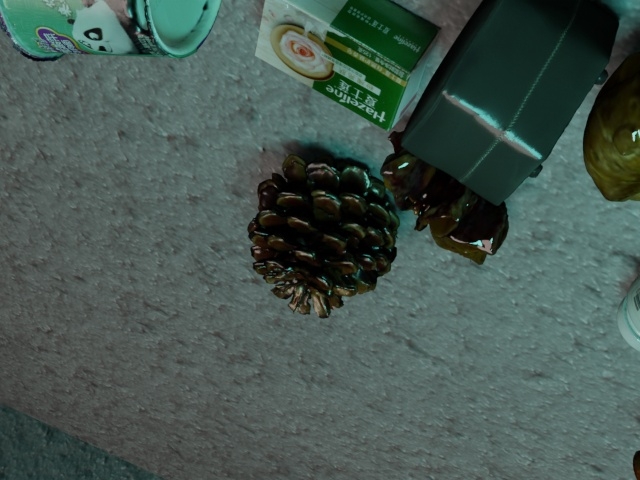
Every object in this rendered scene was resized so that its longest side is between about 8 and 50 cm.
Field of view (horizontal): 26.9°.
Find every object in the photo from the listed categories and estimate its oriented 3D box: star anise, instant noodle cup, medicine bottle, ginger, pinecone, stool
[{"bbox_3d":[0.155,-0.064,1.674,0.190,0.126,0.220,32,-179,2],"label":"star anise"},{"bbox_3d":[-0.234,-0.319,1.560,0.190,0.251,0.251,12,147,21],"label":"instant noodle cup"},{"bbox_3d":[0.430,0.064,1.595,0.103,0.103,0.187,31,152,4],"label":"medicine bottle"},{"bbox_3d":[0.370,-0.122,1.279,0.165,0.172,0.321,0,-179,-24],"label":"ginger"},{"bbox_3d":[0.000,0.000,1.845,0.221,0.221,0.221,26,152,15],"label":"pinecone"},{"bbox_3d":[0.195,-0.162,1.366,0.141,0.232,0.232,32,153,-1],"label":"stool"}]

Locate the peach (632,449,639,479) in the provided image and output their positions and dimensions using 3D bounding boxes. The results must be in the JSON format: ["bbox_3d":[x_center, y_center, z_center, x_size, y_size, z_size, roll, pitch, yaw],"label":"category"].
[{"bbox_3d":[0.584,0.351,1.718,0.361,0.258,0.201,3,134,40],"label":"peach"}]

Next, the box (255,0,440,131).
[{"bbox_3d":[0.028,-0.233,1.575,0.199,0.081,0.135,32,153,8],"label":"box"}]
